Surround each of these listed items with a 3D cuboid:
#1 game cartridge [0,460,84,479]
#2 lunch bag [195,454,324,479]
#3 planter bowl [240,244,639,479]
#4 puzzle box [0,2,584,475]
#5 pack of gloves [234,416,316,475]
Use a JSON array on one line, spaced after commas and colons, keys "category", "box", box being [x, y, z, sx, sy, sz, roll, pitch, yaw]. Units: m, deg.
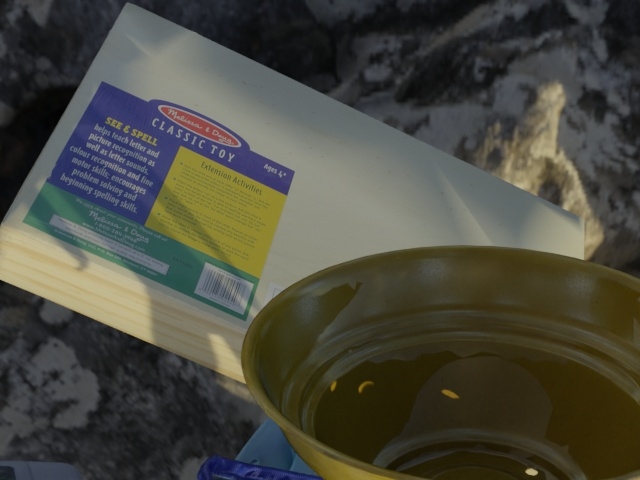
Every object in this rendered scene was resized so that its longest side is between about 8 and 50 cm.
[{"category": "game cartridge", "box": [-0.378, 0.281, 1.292, 0.294, 0.196, 0.060, 1, 98, -20]}, {"category": "lunch bag", "box": [0.003, 0.376, 1.047, 0.328, 0.385, 0.239, -58, 43, 14]}, {"category": "planter bowl", "box": [0.074, 0.087, 0.581, 0.217, 0.090, 0.217, 0, 25, 0]}, {"category": "puzzle box", "box": [0.000, 0.000, 0.914, 0.409, 0.052, 0.272, 25, 42, -8]}, {"category": "pack of gloves", "box": [0.036, 0.203, 1.202, 0.232, 0.195, 0.046, -53, 30, 19]}]
